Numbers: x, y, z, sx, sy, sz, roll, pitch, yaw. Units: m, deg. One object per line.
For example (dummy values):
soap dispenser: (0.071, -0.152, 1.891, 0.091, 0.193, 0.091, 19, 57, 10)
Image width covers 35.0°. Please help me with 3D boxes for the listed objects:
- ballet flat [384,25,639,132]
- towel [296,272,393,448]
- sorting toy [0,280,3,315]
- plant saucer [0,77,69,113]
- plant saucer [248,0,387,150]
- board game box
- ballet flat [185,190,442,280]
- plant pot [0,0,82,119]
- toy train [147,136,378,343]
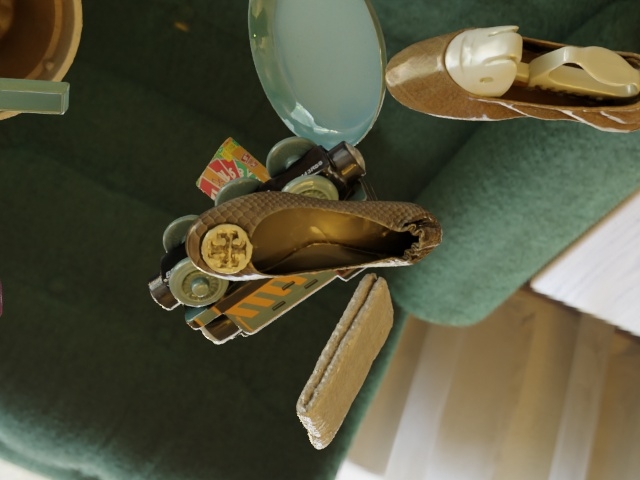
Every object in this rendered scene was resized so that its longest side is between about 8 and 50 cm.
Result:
ballet flat: (0.252, -0.196, 1.192, 0.342, 0.116, 0.124, 9, 165, -5)
towel: (0.043, 0.203, 1.724, 0.049, 0.282, 0.187, 22, 157, 20)
sorting toy: (-0.583, 0.049, 1.253, 0.366, 0.127, 0.126, 14, 161, -27)
plant saucer: (-0.456, -0.206, 1.444, 0.192, 0.018, 0.067, 1, 153, -15)
plant saucer: (0.000, -0.294, 1.551, 0.317, 0.044, 0.317, 32, 133, 42)
board game box: (-0.080, -0.046, 1.670, 0.259, 0.039, 0.124, 39, 141, -3)
ballet flat: (0.000, 0.000, 0.950, 0.250, 0.058, 0.084, -1, 112, -19)
plant pot: (-0.585, -0.381, 1.644, 0.334, 0.334, 0.305, 41, 177, -30)
toy train: (-0.060, 0.009, 1.337, 0.334, 0.142, 0.190, -36, 125, 10)
